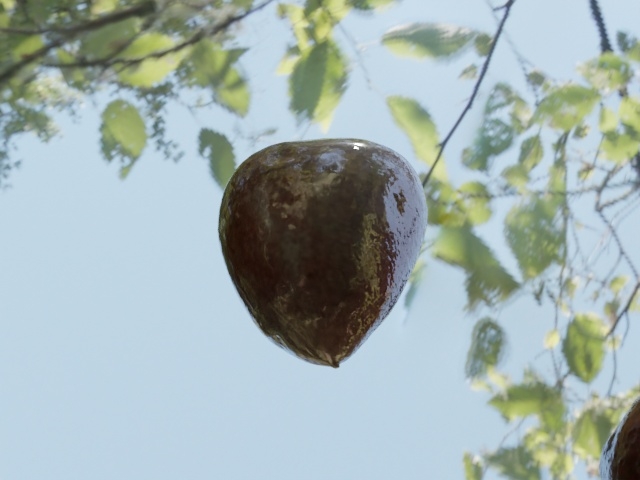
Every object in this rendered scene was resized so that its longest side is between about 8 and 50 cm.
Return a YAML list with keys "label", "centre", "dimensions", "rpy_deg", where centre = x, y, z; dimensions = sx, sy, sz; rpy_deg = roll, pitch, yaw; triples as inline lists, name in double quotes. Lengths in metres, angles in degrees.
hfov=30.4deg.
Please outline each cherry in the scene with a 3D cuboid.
- label: "cherry"
  centre: [0.003, -0.004, 0.579]
  dimensions: [0.106, 0.126, 0.087]
  rpy_deg: [-24, -60, 1]

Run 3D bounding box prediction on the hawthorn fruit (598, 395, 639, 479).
- label: "hawthorn fruit"
  centre: [0.395, 0.265, 1.234]
  dimensions: [0.210, 0.230, 0.266]
  rpy_deg: [48, -35, 27]
